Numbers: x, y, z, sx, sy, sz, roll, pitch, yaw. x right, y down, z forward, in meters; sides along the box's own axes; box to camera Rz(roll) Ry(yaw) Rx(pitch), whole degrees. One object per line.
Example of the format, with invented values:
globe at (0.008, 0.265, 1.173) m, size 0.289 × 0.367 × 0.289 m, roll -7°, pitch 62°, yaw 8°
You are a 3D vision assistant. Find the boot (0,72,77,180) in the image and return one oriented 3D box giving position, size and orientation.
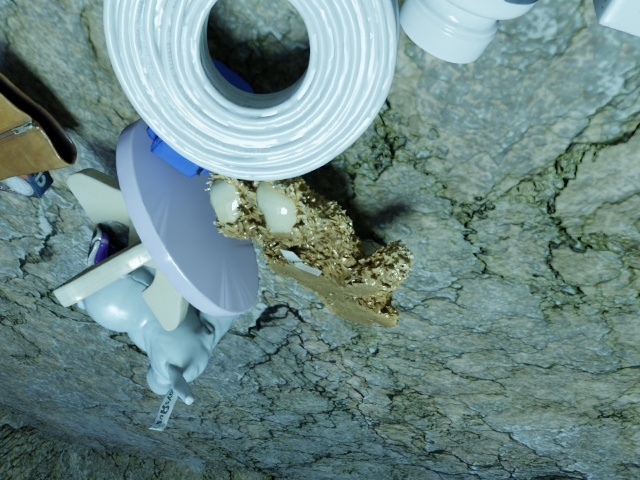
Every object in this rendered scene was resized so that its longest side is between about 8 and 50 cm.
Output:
boot at (-0.495, -0.154, 0.623) m, size 0.280 × 0.096 × 0.264 m, roll -10°, pitch 135°, yaw 28°

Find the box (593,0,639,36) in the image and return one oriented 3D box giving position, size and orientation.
box at (0.294, -0.208, 0.354) m, size 0.137 × 0.072 × 0.126 m, roll 17°, pitch 142°, yaw 0°

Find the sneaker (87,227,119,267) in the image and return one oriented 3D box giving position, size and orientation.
sneaker at (-0.379, 0.033, 0.922) m, size 0.071 × 0.068 × 0.170 m, roll 3°, pitch 151°, yaw -7°

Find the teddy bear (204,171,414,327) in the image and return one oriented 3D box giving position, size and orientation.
teddy bear at (0.000, 0.000, 0.663) m, size 0.338 × 0.113 × 0.245 m, roll 33°, pitch 156°, yaw -28°

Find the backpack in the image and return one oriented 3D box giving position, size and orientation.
backpack at (-0.132, -0.137, 0.578) m, size 0.098 × 0.101 × 0.120 m, roll 32°, pitch 135°, yaw -28°

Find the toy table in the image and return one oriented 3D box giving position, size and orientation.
toy table at (-0.215, -0.007, 0.674) m, size 0.160 × 0.252 × 0.275 m, roll -20°, pitch 95°, yaw 26°

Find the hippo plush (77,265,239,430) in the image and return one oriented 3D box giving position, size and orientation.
hippo plush at (-0.297, 0.141, 0.857) m, size 0.236 × 0.294 × 0.234 m, roll 39°, pitch 126°, yaw -10°

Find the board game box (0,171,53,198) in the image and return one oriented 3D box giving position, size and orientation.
board game box at (-0.513, -0.172, 0.719) m, size 0.164 × 0.042 × 0.243 m, roll 11°, pitch 142°, yaw 7°

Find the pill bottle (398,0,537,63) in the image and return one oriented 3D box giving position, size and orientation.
pill bottle at (0.131, -0.228, 0.362) m, size 0.107 × 0.108 × 0.180 m, roll 22°, pitch 142°, yaw -7°

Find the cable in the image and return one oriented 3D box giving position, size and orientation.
cable at (-0.056, -0.180, 0.449) m, size 0.257 × 0.089 × 0.257 m, roll -20°, pitch 119°, yaw 12°
